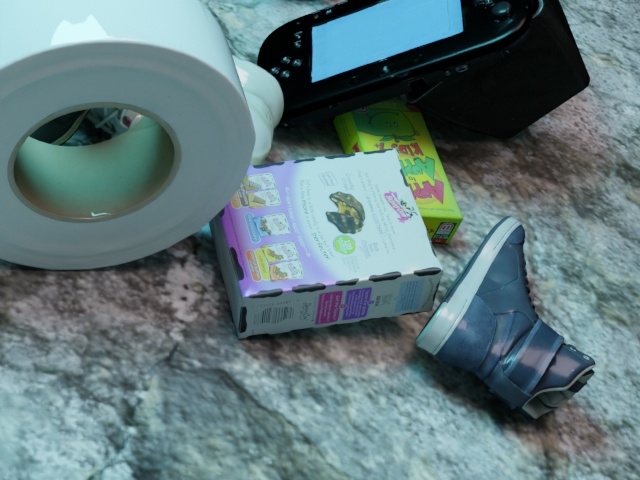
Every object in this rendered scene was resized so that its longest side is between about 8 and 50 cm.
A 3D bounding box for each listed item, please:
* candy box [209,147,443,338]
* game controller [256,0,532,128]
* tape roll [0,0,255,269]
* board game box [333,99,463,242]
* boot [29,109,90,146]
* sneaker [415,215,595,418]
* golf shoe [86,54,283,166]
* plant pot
[{"bbox_3d":[0.000,0.000,1.265,0.196,0.070,0.164,-7,51,-13],"label":"candy box"},{"bbox_3d":[0.075,-0.222,1.419,0.319,0.067,0.166,-16,52,17],"label":"game controller"},{"bbox_3d":[-0.205,-0.100,1.139,0.286,0.286,0.100,2,49,-24],"label":"tape roll"},{"bbox_3d":[0.083,-0.080,1.430,0.092,0.043,0.181,3,48,-23],"label":"board game box"},{"bbox_3d":[-0.247,-0.149,1.212,0.077,0.198,0.137,50,2,1],"label":"boot"},{"bbox_3d":[0.205,0.080,1.304,0.163,0.086,0.226,33,42,5],"label":"sneaker"},{"bbox_3d":[-0.188,-0.145,1.320,0.306,0.115,0.140,14,50,-9],"label":"golf shoe"},{"bbox_3d":[0.210,-0.233,1.528,0.167,0.188,0.187,33,34,-38],"label":"plant pot"}]
